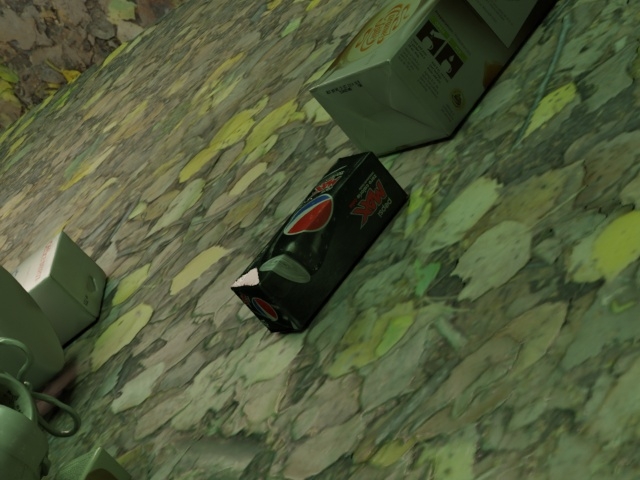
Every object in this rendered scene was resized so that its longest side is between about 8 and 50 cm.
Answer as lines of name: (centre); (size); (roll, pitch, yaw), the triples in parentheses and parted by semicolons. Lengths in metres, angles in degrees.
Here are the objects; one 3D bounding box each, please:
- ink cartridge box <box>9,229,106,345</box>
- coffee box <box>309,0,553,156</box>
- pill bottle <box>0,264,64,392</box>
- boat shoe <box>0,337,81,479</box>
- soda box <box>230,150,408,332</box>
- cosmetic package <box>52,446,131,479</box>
ink cartridge box: (-0.351, 0.095, 1.757); (0.190, 0.082, 0.140); (-39, 19, 12)
coffee box: (0.120, -0.205, 1.457); (0.246, 0.098, 0.141); (-52, 21, -26)
pill bottle: (-0.459, 0.182, 1.579); (0.363, 0.210, 0.210); (-40, 19, 6)
boat shoe: (-0.284, 0.163, 1.287); (0.156, 0.136, 0.367); (-60, 8, -11)
soda box: (0.000, 0.000, 1.304); (0.169, 0.060, 0.053); (-51, 22, -26)
cosmetic package: (-0.207, 0.230, 1.234); (0.060, 0.041, 0.115); (-28, 23, 36)
